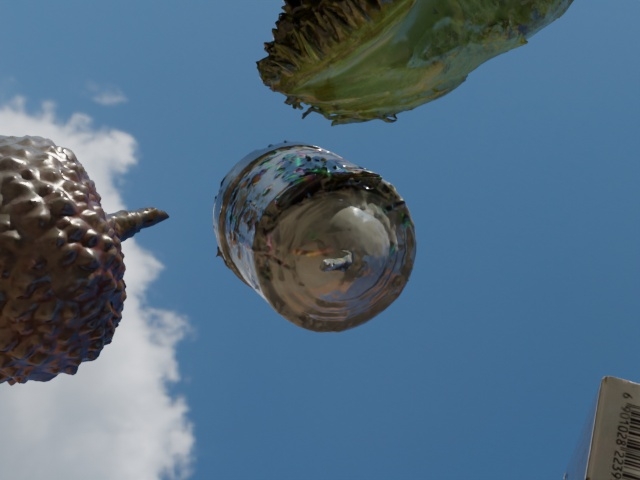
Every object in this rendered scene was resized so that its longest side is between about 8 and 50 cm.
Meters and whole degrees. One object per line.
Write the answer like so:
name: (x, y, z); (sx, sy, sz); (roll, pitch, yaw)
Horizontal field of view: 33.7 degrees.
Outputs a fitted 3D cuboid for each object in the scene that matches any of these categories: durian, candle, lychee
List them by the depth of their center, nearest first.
lychee: (-0.188, 0.010, 0.683); (0.197, 0.165, 0.165); (-20, -112, -16)
durian: (0.095, -0.242, 0.908); (0.394, 0.198, 0.163); (-40, -130, -20)
candle: (0.000, 0.000, 1.118); (0.187, 0.187, 0.330); (-69, -159, 5)

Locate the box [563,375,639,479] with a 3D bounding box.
box: (0.194, 0.231, 0.725); (0.067, 0.149, 0.233); (12, -130, 12)
